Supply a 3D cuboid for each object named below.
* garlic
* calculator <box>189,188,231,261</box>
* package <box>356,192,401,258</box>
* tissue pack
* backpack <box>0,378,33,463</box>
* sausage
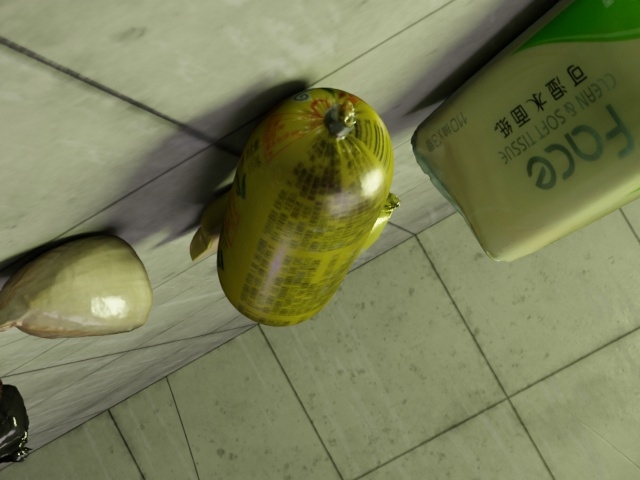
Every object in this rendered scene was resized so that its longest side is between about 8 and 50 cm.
[{"bbox_3d":[-0.222,0.052,0.885,0.129,0.090,0.198,-18,-178,18],"label":"garlic"},{"bbox_3d":[-0.033,-0.057,1.079,0.236,0.033,0.157,-29,173,-19],"label":"calculator"},{"bbox_3d":[0.000,0.000,1.404,0.168,0.090,0.226,-22,168,-29],"label":"package"},{"bbox_3d":[0.342,-0.170,1.046,0.332,0.205,0.405,-29,176,-32],"label":"tissue pack"},{"bbox_3d":[-0.432,0.224,1.226,0.165,0.105,0.120,-10,-170,-17],"label":"backpack"},{"bbox_3d":[-0.020,-0.019,0.889,0.123,0.123,0.347,-26,163,-23],"label":"sausage"}]
